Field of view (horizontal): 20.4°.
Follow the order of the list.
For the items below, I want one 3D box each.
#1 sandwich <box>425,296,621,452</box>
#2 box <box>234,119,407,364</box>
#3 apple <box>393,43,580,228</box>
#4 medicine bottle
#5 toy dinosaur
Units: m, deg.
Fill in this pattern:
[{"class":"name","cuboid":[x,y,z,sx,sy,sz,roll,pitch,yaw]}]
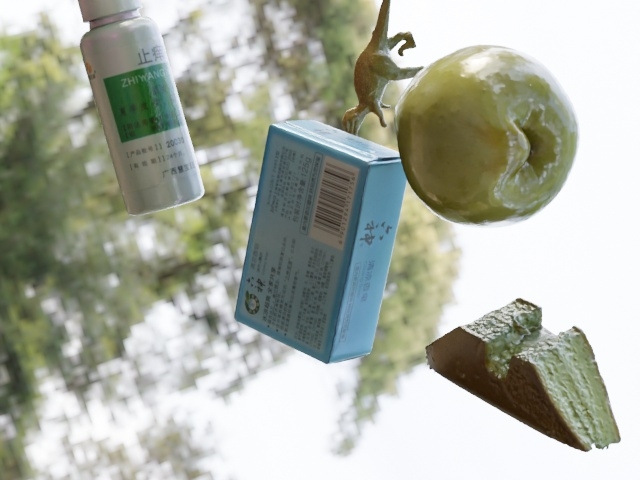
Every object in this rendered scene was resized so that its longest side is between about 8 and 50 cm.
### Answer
[{"class":"sandwich","cuboid":[0.199,0.121,1.767,0.244,0.090,0.088,31,-53,43]},{"class":"box","cuboid":[0.000,0.000,1.911,0.142,0.083,0.232,23,-68,35]},{"class":"apple","cuboid":[0.165,-0.105,1.777,0.200,0.200,0.200,39,-41,46]},{"class":"medicine bottle","cuboid":[-0.205,-0.161,1.965,0.095,0.095,0.260,-5,-77,62]},{"class":"toy dinosaur","cuboid":[0.058,-0.210,2.049,0.162,0.126,0.039,67,-14,-15]}]
